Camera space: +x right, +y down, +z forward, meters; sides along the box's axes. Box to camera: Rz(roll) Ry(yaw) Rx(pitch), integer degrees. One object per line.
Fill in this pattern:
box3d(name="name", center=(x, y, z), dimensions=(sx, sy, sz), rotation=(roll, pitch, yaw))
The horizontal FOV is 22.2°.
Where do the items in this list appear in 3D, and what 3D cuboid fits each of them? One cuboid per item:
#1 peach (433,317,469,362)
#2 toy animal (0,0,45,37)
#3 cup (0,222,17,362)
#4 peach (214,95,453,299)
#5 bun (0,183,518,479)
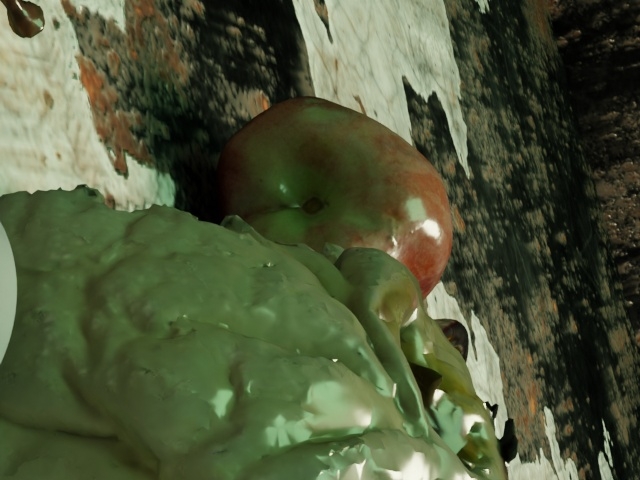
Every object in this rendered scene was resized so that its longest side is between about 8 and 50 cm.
box3d(name="peach", center=(0.003, 0.144, 0.914), dimensions=(0.279, 0.068, 0.189), rotation=(-43, 146, -51))
box3d(name="toy animal", center=(-0.180, -0.138, 0.641), dimensions=(0.275, 0.054, 0.149), rotation=(-51, 127, -73))
box3d(name="cup", center=(-0.179, 0.002, 0.485), dimensions=(0.099, 0.136, 0.133), rotation=(-68, 156, -4))
box3d(name="peach", center=(0.000, 0.000, 0.986), dimensions=(0.152, 0.152, 0.152), rotation=(-15, 90, -73))
box3d(name="bun", center=(-0.026, 0.102, 0.658), dimensions=(0.281, 0.205, 0.281), rotation=(-14, 90, -73))
